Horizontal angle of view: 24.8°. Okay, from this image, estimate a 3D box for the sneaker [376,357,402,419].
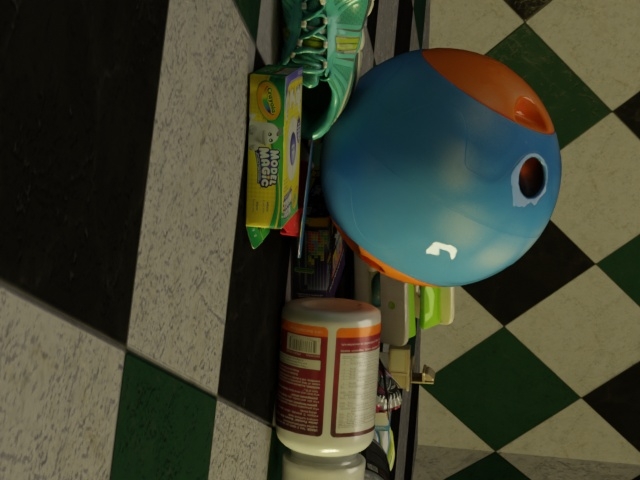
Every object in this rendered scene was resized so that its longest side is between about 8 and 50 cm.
[{"bbox_3d":[0.055,0.196,2.112,0.299,0.121,0.112,-2,94,-82],"label":"sneaker"}]

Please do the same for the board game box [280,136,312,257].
[{"bbox_3d":[-0.031,-0.048,1.635,0.169,0.033,0.133,24,73,-89],"label":"board game box"}]

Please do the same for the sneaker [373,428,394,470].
[{"bbox_3d":[0.072,0.404,2.451,0.126,0.091,0.240,-3,97,-82],"label":"sneaker"}]

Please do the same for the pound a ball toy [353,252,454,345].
[{"bbox_3d":[0.082,-0.010,2.132,0.208,0.136,0.319,-20,114,-44],"label":"pound a ball toy"}]

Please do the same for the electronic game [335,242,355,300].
[{"bbox_3d":[0.058,0.051,2.319,0.229,0.048,0.229,5,90,-82],"label":"electronic game"}]

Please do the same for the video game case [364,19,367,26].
[{"bbox_3d":[0.057,-0.421,2.160,0.190,0.022,0.173,31,64,-82],"label":"video game case"}]

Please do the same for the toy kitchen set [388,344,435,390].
[{"bbox_3d":[0.145,0.186,2.285,0.083,0.068,0.075,-67,158,-65],"label":"toy kitchen set"}]

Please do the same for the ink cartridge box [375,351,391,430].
[{"bbox_3d":[0.066,0.236,2.322,0.143,0.090,0.092,78,17,-63],"label":"ink cartridge box"}]

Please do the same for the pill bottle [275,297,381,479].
[{"bbox_3d":[0.008,0.186,1.751,0.121,0.121,0.221,-43,137,-79],"label":"pill bottle"}]

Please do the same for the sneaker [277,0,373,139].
[{"bbox_3d":[0.001,-0.222,1.581,0.275,0.107,0.110,85,21,-50],"label":"sneaker"}]

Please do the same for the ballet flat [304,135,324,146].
[{"bbox_3d":[0.006,-0.159,1.819,0.173,0.049,0.057,-66,159,-67],"label":"ballet flat"}]

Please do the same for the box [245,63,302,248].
[{"bbox_3d":[-0.048,-0.086,1.497,0.105,0.043,0.179,-56,151,-74],"label":"box"}]

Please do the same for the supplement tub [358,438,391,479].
[{"bbox_3d":[0.043,0.343,2.054,0.190,0.117,0.117,-92,-177,-73],"label":"supplement tub"}]

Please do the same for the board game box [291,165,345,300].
[{"bbox_3d":[0.000,0.000,1.868,0.170,0.048,0.141,-70,161,-64],"label":"board game box"}]

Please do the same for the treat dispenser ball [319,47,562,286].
[{"bbox_3d":[0.143,-0.086,1.744,0.288,0.288,0.288,4,90,-82],"label":"treat dispenser ball"}]
